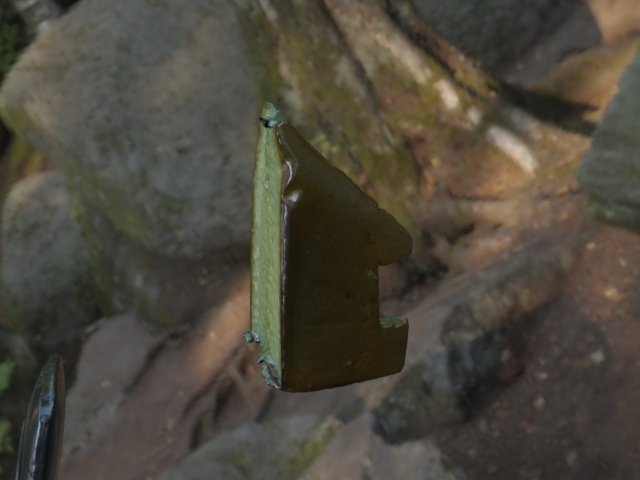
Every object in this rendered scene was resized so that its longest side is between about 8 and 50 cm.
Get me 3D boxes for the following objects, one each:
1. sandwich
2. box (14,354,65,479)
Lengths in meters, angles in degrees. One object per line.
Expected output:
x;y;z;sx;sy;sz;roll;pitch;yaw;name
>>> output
0.000;0.000;1.174;0.128;0.235;0.122;-6;21;-24;sandwich
-0.284;0.222;1.351;0.042;0.201;0.212;7;11;-10;box
